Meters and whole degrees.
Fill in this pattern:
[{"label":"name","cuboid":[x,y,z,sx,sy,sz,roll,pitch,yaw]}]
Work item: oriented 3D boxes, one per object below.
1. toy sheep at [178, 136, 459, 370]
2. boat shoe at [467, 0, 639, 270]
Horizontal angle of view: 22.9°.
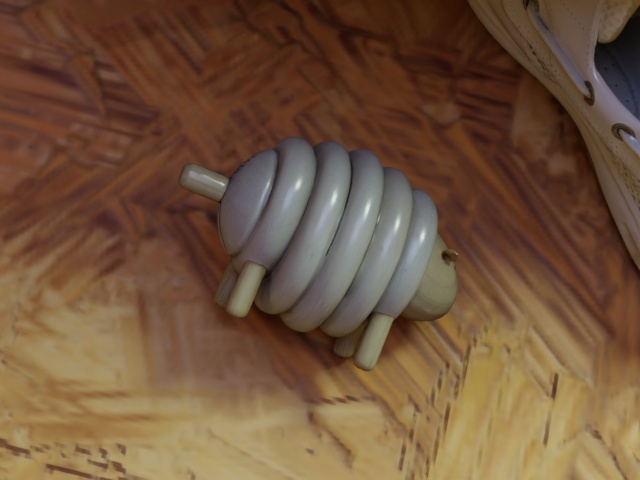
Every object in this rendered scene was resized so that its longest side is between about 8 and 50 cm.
[{"label":"toy sheep","cuboid":[0.000,0.000,0.671,0.132,0.091,0.091,23,68,-18]},{"label":"boat shoe","cuboid":[0.143,-0.103,0.719,0.098,0.096,0.277,-26,75,-14]}]
